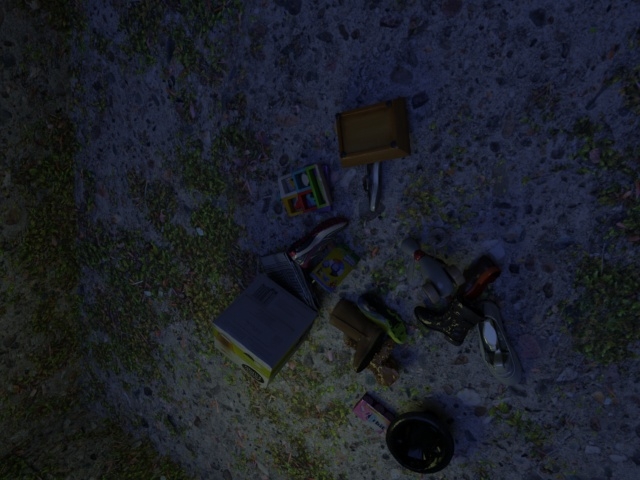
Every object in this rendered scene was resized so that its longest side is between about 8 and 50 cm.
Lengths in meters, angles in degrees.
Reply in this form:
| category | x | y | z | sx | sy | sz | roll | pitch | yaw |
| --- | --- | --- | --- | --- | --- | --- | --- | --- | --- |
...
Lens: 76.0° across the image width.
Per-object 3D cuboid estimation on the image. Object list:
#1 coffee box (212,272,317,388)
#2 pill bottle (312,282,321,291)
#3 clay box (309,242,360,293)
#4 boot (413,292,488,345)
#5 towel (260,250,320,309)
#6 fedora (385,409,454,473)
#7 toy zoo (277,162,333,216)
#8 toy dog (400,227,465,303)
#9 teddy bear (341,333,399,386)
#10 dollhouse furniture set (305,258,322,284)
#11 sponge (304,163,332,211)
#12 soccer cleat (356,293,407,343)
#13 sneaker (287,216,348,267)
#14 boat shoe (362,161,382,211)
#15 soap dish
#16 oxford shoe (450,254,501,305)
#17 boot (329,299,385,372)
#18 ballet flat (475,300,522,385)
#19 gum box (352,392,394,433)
| category | x | y | z | sx | sy | sz | roll | pitch | yaw |
| --- | --- | --- | --- | --- | --- | --- | --- | --- | --- |
| coffee box | -0.271 | 0.433 | 1.956 | 0.338 | 0.338 | 0.334 | 35 | 146 | 11 |
| pill bottle | -0.021 | 0.227 | 1.998 | 0.083 | 0.043 | 0.043 | -23 | 96 | 30 |
| clay box | 0.070 | 0.117 | 1.840 | 0.127 | 0.053 | 0.222 | 42 | 77 | 6 |
| boot | 0.530 | 0.296 | 1.686 | 0.263 | 0.091 | 0.229 | 32 | 137 | 22 |
| towel | -0.158 | 0.201 | 1.982 | 0.324 | 0.056 | 0.312 | -12 | 103 | 53 |
| fedora | 0.473 | 0.917 | 1.931 | 0.334 | 0.152 | 0.333 | 6 | 106 | 22 |
| toy zoo | -0.089 | -0.220 | 1.861 | 0.293 | 0.030 | 0.192 | -13 | 98 | 41 |
| toy dog | 0.450 | 0.127 | 1.645 | 0.220 | 0.333 | 0.161 | -18 | 132 | 16 |
| teddy bear | 0.248 | 0.525 | 1.949 | 0.338 | 0.113 | 0.245 | 35 | 111 | 20 |
| dollhouse furniture set | -0.073 | 0.139 | 1.947 | 0.151 | 0.123 | 0.144 | 43 | 119 | 7 |
| sponge | -0.010 | -0.236 | 1.847 | 0.117 | 0.031 | 0.210 | 4 | 109 | 25 |
| soccer cleat | 0.284 | 0.359 | 1.890 | 0.289 | 0.093 | 0.121 | 46 | 150 | 0 |
| sneaker | 0.000 | 0.000 | 1.833 | 0.299 | 0.121 | 0.112 | -35 | 110 | -3 |
| boat shoe | 0.215 | -0.233 | 1.721 | 0.070 | 0.078 | 0.219 | 7 | 101 | 22 |
| soap dish | 0.196 | -0.424 | 1.614 | 0.291 | 0.118 | 0.228 | -5 | 90 | 28 |
| oxford shoe | 0.615 | 0.173 | 1.672 | 0.271 | 0.097 | 0.098 | -57 | 45 | 35 |
| boot | 0.142 | 0.438 | 1.887 | 0.270 | 0.089 | 0.236 | 30 | 86 | 38 |
| ballet flat | 0.715 | 0.444 | 1.675 | 0.139 | 0.139 | 0.400 | -16 | 100 | 29 |
| gum box | 0.270 | 0.874 | 2.064 | 0.188 | 0.062 | 0.107 | 37 | 119 | 10 |
